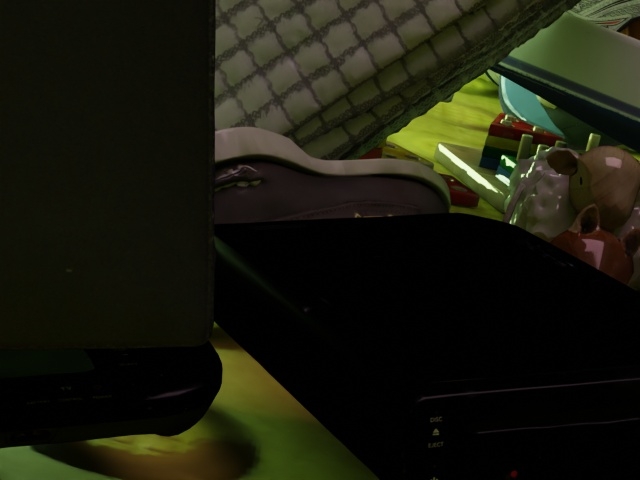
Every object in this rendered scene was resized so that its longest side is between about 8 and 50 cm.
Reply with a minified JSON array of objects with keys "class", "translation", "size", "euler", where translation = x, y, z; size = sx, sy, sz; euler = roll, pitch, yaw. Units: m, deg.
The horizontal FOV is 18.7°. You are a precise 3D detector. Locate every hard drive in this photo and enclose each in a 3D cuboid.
[{"class":"hard drive","translation":[0.224,-0.067,1.172],"size":[0.210,0.040,0.318],"euler":[27,4,34]}]

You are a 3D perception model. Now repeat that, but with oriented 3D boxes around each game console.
[{"class":"game console","translation":[-0.055,0.039,0.650],"size":[0.361,0.044,0.213],"euler":[-4,16,-21]}]

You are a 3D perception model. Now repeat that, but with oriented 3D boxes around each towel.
[{"class":"towel","translation":[-0.002,-0.169,1.019],"size":[0.235,0.283,0.121],"euler":[54,0,10]}]

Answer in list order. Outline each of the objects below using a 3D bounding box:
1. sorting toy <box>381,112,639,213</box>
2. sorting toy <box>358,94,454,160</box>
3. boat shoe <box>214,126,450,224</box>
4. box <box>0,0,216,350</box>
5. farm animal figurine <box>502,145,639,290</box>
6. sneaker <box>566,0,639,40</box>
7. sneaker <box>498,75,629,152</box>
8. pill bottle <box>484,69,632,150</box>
[{"class":"sorting toy","translation":[0.155,-0.049,1.314],"size":[0.274,0.046,0.132],"euler":[9,16,-20]},{"class":"sorting toy","translation":[-0.085,-0.122,1.254],"size":[0.255,0.089,0.257],"euler":[7,17,-28]},{"class":"boat shoe","translation":[0.000,0.000,0.938],"size":[0.081,0.069,0.227],"euler":[-28,-19,29]},{"class":"box","translation":[-0.213,-0.088,0.672],"size":[0.343,0.179,0.312],"euler":[-1,14,-6]},{"class":"farm animal figurine","translation":[0.227,0.027,0.853],"size":[0.330,0.172,0.327],"euler":[18,15,10]},{"class":"sneaker","translation":[0.161,-0.158,1.201],"size":[0.225,0.093,0.088],"euler":[5,12,33]},{"class":"sneaker","translation":[0.200,-0.156,1.372],"size":[0.322,0.130,0.236],"euler":[-4,-16,45]},{"class":"pill bottle","translation":[0.217,-0.184,1.663],"size":[0.153,0.153,0.264],"euler":[5,18,-35]}]
